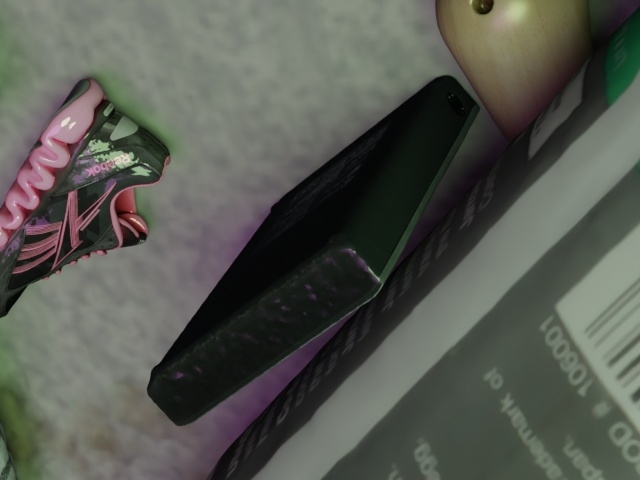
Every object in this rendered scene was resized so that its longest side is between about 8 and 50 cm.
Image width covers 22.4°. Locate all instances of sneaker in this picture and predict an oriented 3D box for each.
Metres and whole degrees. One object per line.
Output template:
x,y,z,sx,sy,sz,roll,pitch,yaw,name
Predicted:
-0.099,-0.006,0.638,0.057,0.047,0.119,30,124,-11,sneaker

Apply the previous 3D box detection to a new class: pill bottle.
0.081,0.095,0.529,0.204,0.204,0.361,39,123,-3,pill bottle

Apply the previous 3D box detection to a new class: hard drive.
0.000,0.000,0.547,0.094,0.135,0.022,-36,101,31,hard drive

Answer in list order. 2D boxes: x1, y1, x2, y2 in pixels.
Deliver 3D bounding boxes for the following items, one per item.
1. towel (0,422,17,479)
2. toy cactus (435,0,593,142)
-0.276,0.113,0.703,0.284,0.121,0.235,4,125,17,towel
0.048,-0.111,0.509,0.219,0.112,0.180,-7,133,20,toy cactus
